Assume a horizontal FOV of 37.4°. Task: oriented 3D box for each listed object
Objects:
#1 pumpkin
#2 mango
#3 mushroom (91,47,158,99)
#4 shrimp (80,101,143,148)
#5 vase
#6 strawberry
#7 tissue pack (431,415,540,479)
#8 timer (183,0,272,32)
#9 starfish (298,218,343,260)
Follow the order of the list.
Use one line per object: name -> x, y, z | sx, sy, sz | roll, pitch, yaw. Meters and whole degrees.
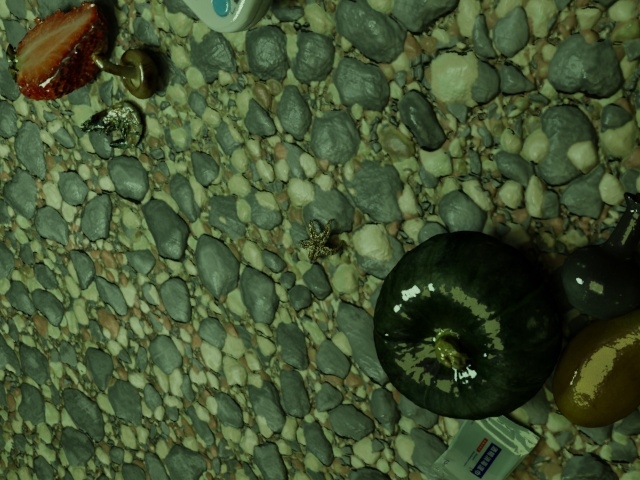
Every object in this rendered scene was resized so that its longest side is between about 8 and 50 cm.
pumpkin -> 0.216, 0.138, 1.451 | 0.300, 0.207, 0.300 | 13, 116, 29
mango -> 0.433, 0.181, 1.395 | 0.136, 0.099, 0.227 | 43, 117, 12
mushroom -> -0.351, -0.319, 1.725 | 0.129, 0.073, 0.088 | 33, 154, -19
shrimp -> -0.407, -0.215, 1.835 | 0.161, 0.034, 0.091 | -10, 104, 35
vase -> 0.419, 0.019, 1.335 | 0.120, 0.120, 0.183 | 30, 109, 21
strawberry -> -0.483, -0.345, 1.799 | 0.235, 0.106, 0.175 | 0, 72, 33
tissue pack -> 0.278, 0.366, 1.616 | 0.122, 0.026, 0.193 | 36, 125, 17
timer -> -0.144, -0.476, 1.486 | 0.237, 0.087, 0.262 | 50, 132, 21
starfish -> 0.000, 0.000, 1.654 | 0.078, 0.028, 0.091 | 41, 121, 16
